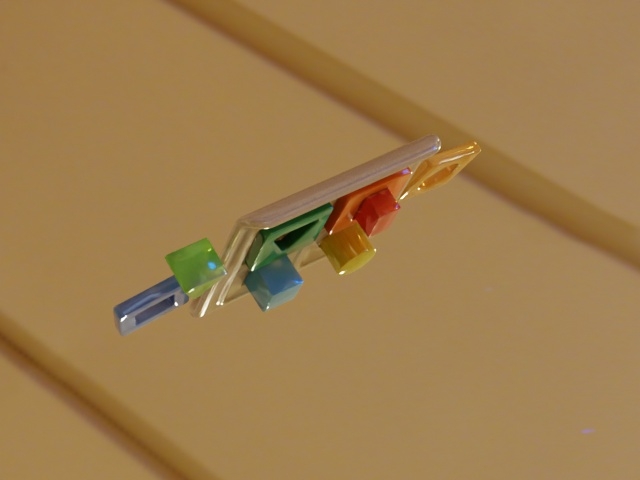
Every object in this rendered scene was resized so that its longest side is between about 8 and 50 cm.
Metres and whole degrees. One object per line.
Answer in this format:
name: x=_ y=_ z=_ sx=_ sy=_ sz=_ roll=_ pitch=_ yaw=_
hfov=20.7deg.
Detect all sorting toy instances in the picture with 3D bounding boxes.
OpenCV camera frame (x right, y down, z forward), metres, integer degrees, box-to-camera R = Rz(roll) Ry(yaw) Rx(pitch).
sorting toy: x=0.000 y=0.000 z=1.383 sx=0.047 sy=0.348 sz=0.196 roll=59 pitch=-27 yaw=12
